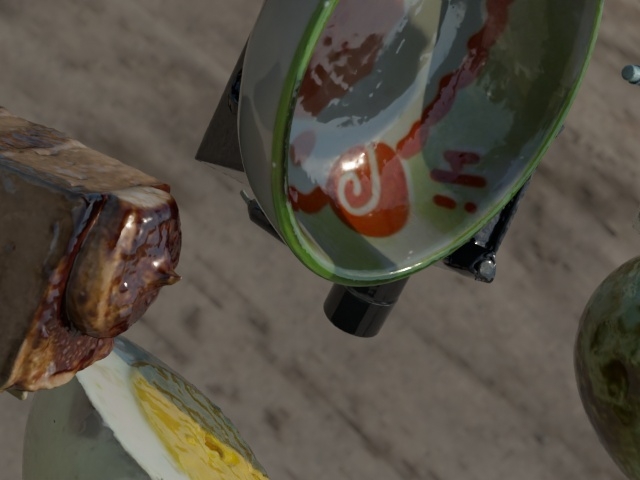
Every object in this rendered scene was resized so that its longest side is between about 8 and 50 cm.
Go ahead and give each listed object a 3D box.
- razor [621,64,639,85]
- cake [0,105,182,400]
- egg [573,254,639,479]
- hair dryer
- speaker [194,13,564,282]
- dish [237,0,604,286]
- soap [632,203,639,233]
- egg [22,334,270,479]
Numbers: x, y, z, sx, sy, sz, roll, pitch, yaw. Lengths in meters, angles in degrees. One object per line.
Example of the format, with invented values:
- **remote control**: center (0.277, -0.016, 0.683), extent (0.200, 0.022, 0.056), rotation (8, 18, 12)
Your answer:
- **razor**: center (0.321, -0.147, 1.673), extent (0.135, 0.040, 0.068), rotation (4, 75, -48)
- **cake**: center (-0.250, 0.011, 1.481), extent (0.293, 0.199, 0.196), rotation (22, 11, 15)
- **egg**: center (0.397, 0.149, 1.965), extent (0.238, 0.238, 0.290), rotation (-26, 109, -66)
- **hair dryer**: center (0.000, 0.000, 2.006), extent (0.219, 0.124, 0.071), rotation (33, 27, 15)
- **speaker**: center (0.055, -0.097, 1.731), extent (0.232, 0.184, 0.254), rotation (27, -6, -35)
- **dish**: center (0.049, -0.137, 1.268), extent (0.124, 0.324, 0.324), rotation (34, 15, 34)
- **soap**: center (0.325, -0.029, 1.264), extent (0.183, 0.121, 0.064), rotation (24, -4, 7)
- **egg**: center (-0.196, 0.264, 1.864), extent (0.337, 0.201, 0.337), rotation (42, 8, -7)
